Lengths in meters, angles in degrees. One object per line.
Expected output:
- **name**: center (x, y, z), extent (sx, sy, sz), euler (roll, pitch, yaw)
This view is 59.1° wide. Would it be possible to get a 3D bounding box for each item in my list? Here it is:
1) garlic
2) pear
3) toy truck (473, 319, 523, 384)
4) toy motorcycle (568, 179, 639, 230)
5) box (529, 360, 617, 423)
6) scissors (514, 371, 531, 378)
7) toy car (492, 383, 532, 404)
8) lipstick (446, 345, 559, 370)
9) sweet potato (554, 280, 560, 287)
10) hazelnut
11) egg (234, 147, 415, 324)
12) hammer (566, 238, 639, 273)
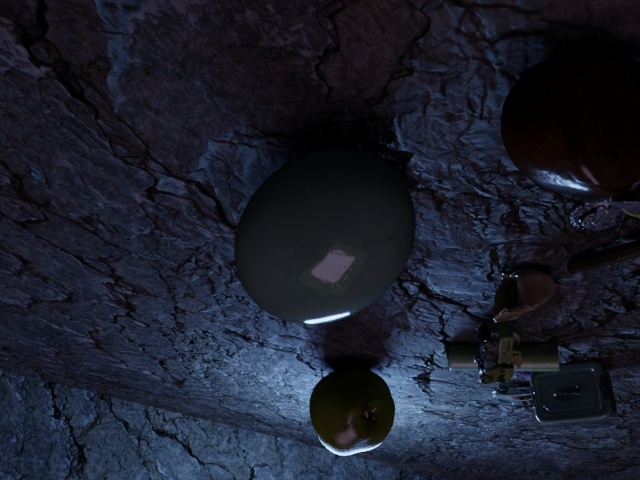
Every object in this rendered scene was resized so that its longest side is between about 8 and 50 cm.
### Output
- **garlic**: center (0.438, 0.123, 1.259), extent (0.124, 0.098, 0.174), euler (-5, 156, -16)
- **pear**: center (0.092, 0.561, 1.897), extent (0.288, 0.287, 0.375), euler (18, 163, -16)
- **toy truck**: center (0.471, 0.290, 1.484), extent (0.116, 0.085, 0.191), euler (-5, 126, 4)
- **toy motorcycle**: center (0.541, -0.086, 0.867), extent (0.308, 0.108, 0.173), euler (-12, 139, 26)
- **box**: center (0.746, 0.453, 1.667), extent (0.130, 0.162, 0.227), euler (21, 148, -40)
- **scissors**: center (0.645, 0.418, 1.765), extent (0.113, 0.012, 0.039), euler (25, 146, -26)
- **toy car**: center (0.677, 0.514, 1.878), extent (0.205, 0.056, 0.095), euler (-6, 145, 24)
- **lipstick**: center (0.510, 0.333, 1.595), extent (0.305, 0.076, 0.076), euler (-3, 147, 19)
- **sweet potato**: center (0.503, 0.118, 1.291), extent (0.026, 0.026, 0.115), euler (16, 151, -13)
- **hazelnut**: center (0.339, -0.137, 0.731), extent (0.209, 0.208, 0.208), euler (6, 149, 4)
- **egg**: center (0.000, 0.000, 0.964), extent (0.276, 0.275, 0.389), euler (22, 149, -22)
- **hammer**: center (0.617, 0.007, 1.026), extent (0.044, 0.111, 0.365), euler (26, 151, -24)
